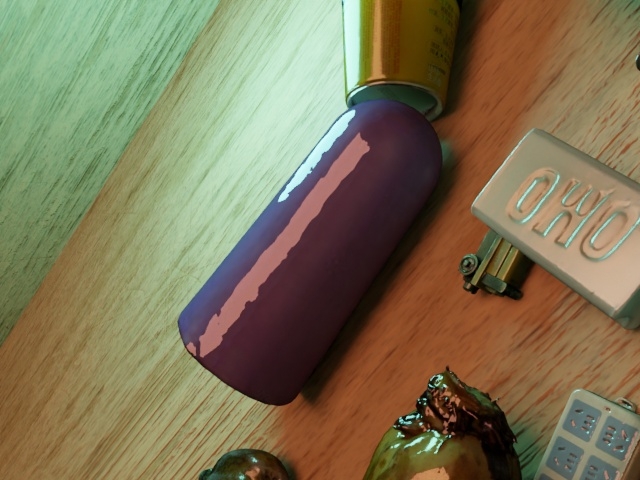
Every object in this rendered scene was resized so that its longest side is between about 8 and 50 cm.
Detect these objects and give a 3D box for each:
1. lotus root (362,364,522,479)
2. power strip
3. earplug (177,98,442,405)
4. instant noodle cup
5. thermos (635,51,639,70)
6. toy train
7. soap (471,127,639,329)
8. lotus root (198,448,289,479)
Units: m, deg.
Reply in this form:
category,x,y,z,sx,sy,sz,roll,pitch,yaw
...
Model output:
category,x,y,z,sx,sy,sz,roll,pitch,yaw
lotus root,0.107,0.276,0.655,0.169,0.141,0.314,-68,1,-79
power strip,0.239,0.232,0.607,0.081,0.035,0.192,24,88,57
earplug,0.000,0.000,0.949,0.456,0.215,0.215,-54,34,10
instant noodle cup,0.122,-0.308,1.002,0.215,0.215,0.236,-14,67,50
thermos,0.417,-0.157,0.531,0.182,0.145,0.286,-29,35,-5
toy train,0.216,0.014,0.774,0.081,0.050,0.122,29,92,48
soap,0.265,-0.017,0.668,0.119,0.066,0.198,-54,47,10
lotus root,-0.122,0.366,0.975,0.192,0.088,0.113,-18,38,49
